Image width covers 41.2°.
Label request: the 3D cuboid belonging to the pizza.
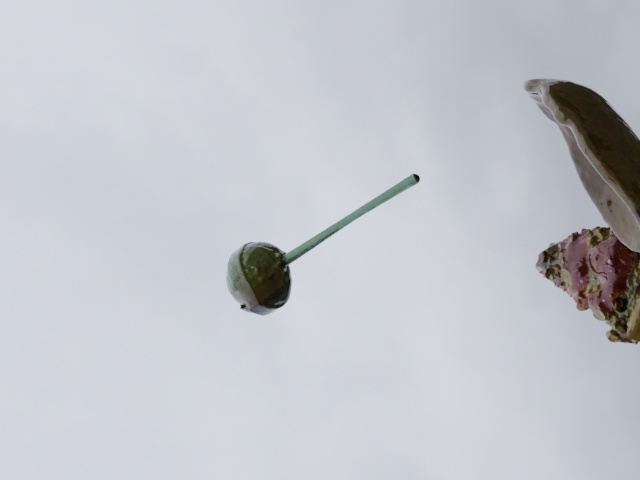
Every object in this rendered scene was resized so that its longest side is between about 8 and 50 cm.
[{"bbox_3d":[0.347,0.033,1.082,0.062,0.199,0.188,21,-104,-38],"label":"pizza"}]

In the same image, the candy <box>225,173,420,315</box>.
[{"bbox_3d":[0.000,0.000,0.669,0.061,0.202,0.061,32,-138,-34],"label":"candy"}]

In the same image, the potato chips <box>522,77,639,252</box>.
[{"bbox_3d":[0.266,-0.071,0.772,0.208,0.062,0.195,62,-166,22],"label":"potato chips"}]
